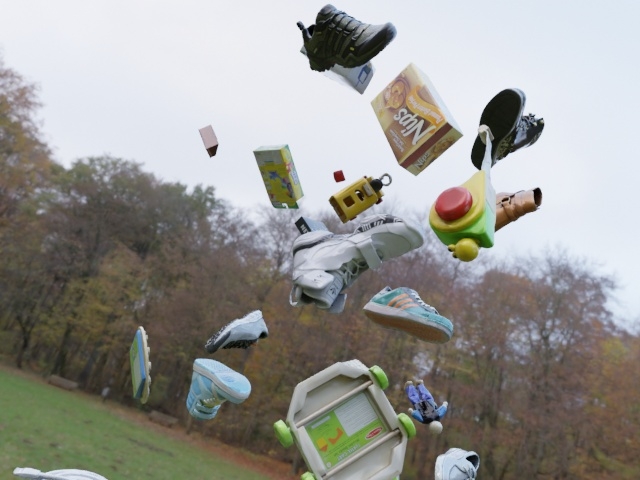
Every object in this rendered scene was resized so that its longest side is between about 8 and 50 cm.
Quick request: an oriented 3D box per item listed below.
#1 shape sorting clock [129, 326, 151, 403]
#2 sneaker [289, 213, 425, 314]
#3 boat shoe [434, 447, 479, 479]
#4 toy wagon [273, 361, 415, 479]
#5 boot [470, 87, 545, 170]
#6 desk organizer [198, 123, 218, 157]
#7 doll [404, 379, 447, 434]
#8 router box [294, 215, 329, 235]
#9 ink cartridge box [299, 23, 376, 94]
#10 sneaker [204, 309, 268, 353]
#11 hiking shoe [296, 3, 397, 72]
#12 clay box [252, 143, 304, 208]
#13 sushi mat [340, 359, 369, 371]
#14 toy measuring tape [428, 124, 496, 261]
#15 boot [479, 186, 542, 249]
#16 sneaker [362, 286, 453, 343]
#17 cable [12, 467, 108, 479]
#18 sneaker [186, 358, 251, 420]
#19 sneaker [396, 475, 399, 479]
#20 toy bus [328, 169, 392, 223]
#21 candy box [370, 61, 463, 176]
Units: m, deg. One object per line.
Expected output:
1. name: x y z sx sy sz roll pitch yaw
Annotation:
1. shape sorting clock: -0.485 0.339 1.494 0.040 0.206 0.206 1 -11 -29
2. sneaker: 0.083 0.066 1.368 0.366 0.210 0.137 -11 -44 25
3. boat shoe: 0.339 0.559 1.337 0.081 0.079 0.228 -8 -7 27
4. toy wagon: 0.073 0.443 1.175 0.344 0.267 0.068 60 -21 15
5. boot: 0.463 -0.282 1.302 0.085 0.179 0.236 51 -27 27
6. desk organizer: -0.394 -0.356 1.958 0.050 0.130 0.047 -24 -40 -4
7. doll: 0.320 0.500 1.644 0.129 0.189 0.046 -3 -60 -11
8. router box: 0.000 0.000 1.930 0.133 0.046 0.178 16 34 -53
9. ink cartridge box: 0.054 -0.499 1.526 0.154 0.093 0.212 32 8 13
10. sneaker: -0.266 0.316 1.808 0.100 0.272 0.108 -38 -100 34
11. hiking shoe: 0.040 -0.394 1.046 0.227 0.086 0.114 3 -45 46
12. clay box: -0.138 -0.215 1.868 0.128 0.053 0.221 5 -56 38
13. sushi mat: 0.149 0.462 1.872 0.151 0.019 0.316 38 1 17
14. toy measuring tape: 0.271 -0.091 1.048 0.122 0.330 0.121 9 -38 7
15. boot: 0.558 -0.064 1.681 0.220 0.283 0.109 -15 -70 39
16. sneaker: 0.246 0.185 1.480 0.302 0.121 0.108 11 -34 52
17. cable: -0.516 0.591 1.084 0.257 0.257 0.089 10 -38 -19
18. sneaker: -0.364 0.561 1.934 0.127 0.208 0.319 15 -1 -37
19. sneaker: 0.121 0.734 1.778 0.297 0.130 0.112 22 -11 -18
20. toy bus: 0.127 -0.138 1.653 0.191 0.202 0.104 12 -11 -7
21. candy box: 0.276 -0.364 1.621 0.088 0.316 0.183 24 -54 -38
